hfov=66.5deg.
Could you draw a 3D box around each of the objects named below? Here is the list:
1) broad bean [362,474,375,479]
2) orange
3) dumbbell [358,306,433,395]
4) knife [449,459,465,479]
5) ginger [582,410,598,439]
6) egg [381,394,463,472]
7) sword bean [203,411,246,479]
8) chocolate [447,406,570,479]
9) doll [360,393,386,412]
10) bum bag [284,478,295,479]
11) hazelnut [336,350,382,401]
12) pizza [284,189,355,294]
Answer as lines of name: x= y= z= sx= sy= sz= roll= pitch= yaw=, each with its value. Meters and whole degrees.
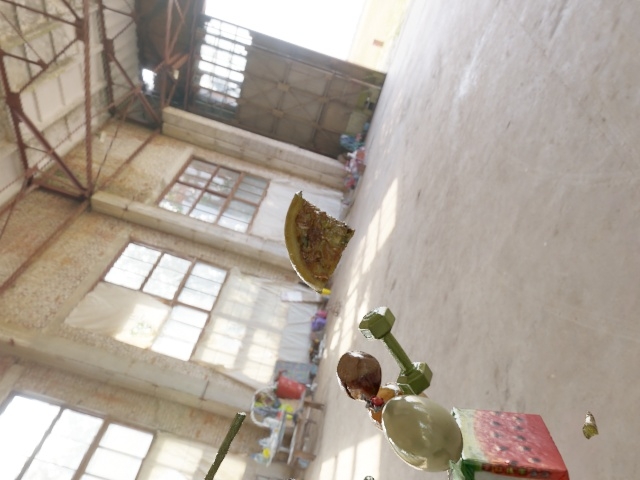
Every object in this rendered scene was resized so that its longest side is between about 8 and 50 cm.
broad bean: x=0.125 y=0.708 z=1.245 sx=0.070 sy=0.048 sz=0.214 roll=93 pitch=-178 yaw=-46
orange: x=0.282 y=0.584 z=1.685 sx=0.240 sy=0.240 sz=0.171 roll=125 pitch=161 yaw=-81
dumbbell: x=0.243 y=0.356 z=1.574 sx=0.108 sy=0.302 sz=0.121 roll=-39 pitch=7 yaw=-32
knife: x=0.282 y=0.479 z=0.996 sx=0.014 sy=0.030 sz=0.207 roll=-59 pitch=-14 yaw=-4
ginger: x=0.994 y=0.682 z=1.791 sx=0.137 sy=0.057 sz=0.044 roll=-20 pitch=-52 yaw=-58
egg: x=0.284 y=0.540 z=1.377 sx=0.186 sy=0.241 sz=0.186 roll=-54 pitch=-17 yaw=-25
sword bean: x=-0.324 y=0.701 z=1.626 sx=0.269 sy=0.038 sz=0.043 roll=-63 pitch=-16 yaw=-12
chocolate: x=0.579 y=0.688 z=1.553 sx=0.360 sy=0.341 sz=0.161 roll=-51 pitch=-38 yaw=-75
doll: x=0.153 y=0.457 z=1.365 sx=0.114 sy=0.057 sz=0.039 roll=25 pitch=-104 yaw=-49
bum bag: x=-0.117 y=0.825 z=1.563 sx=0.058 sy=0.034 sz=0.124 roll=-5 pitch=42 yaw=45
hazelnut: x=0.118 y=0.407 z=1.466 sx=0.154 sy=0.143 sz=0.143 roll=41 pitch=118 yaw=53
pizza: x=0.000 y=0.000 z=1.330 sx=0.058 sy=0.197 sz=0.292 roll=1 pitch=-100 yaw=-85
